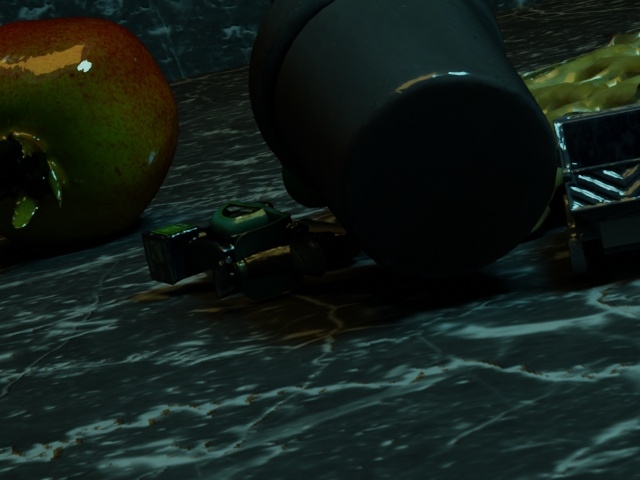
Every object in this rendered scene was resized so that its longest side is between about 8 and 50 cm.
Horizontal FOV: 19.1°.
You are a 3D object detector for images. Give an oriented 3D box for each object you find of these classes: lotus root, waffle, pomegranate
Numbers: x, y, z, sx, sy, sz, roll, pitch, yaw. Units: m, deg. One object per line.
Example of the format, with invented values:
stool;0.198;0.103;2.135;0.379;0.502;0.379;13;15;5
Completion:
lotus root;0.001;0.002;1.442;0.037;0.030;0.083;-16;13;-34
waffle;0.212;-0.099;1.552;0.348;0.077;0.304;-21;12;-17
pomegranate;-0.246;-0.092;1.734;0.221;0.221;0.257;-7;22;22

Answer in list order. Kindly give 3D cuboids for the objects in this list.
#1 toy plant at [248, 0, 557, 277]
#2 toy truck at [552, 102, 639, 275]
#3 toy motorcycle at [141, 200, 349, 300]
toy plant;0.036;-0.118;1.368;0.185;0.279;0.400;-7;29;-10
toy truck;0.202;-0.038;1.282;0.083;0.092;0.192;-11;10;8
toy motorcycle;-0.054;0.009;1.395;0.100;0.058;0.173;-20;16;-27
